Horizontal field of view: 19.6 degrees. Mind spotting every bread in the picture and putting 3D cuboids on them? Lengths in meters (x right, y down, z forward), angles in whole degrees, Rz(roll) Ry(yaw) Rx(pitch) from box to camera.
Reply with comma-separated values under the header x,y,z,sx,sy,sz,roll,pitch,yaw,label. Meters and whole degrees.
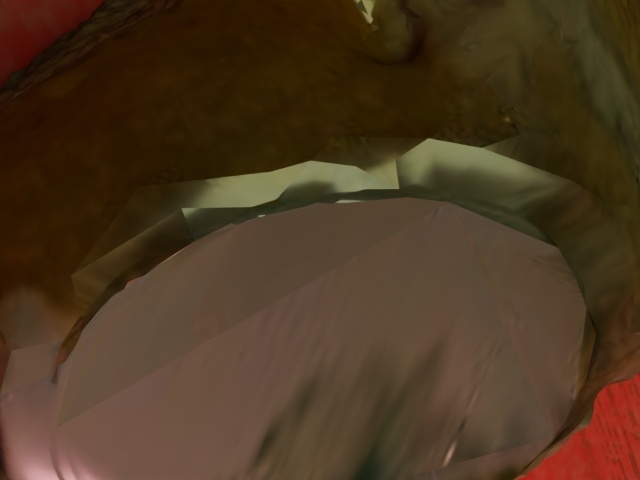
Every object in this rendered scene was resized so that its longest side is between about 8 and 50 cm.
x,y,z,sx,sy,sz,roll,pitch,yaw,label
0.008,-0.004,0.736,0.395,0.264,0.239,-33,104,-4,bread
